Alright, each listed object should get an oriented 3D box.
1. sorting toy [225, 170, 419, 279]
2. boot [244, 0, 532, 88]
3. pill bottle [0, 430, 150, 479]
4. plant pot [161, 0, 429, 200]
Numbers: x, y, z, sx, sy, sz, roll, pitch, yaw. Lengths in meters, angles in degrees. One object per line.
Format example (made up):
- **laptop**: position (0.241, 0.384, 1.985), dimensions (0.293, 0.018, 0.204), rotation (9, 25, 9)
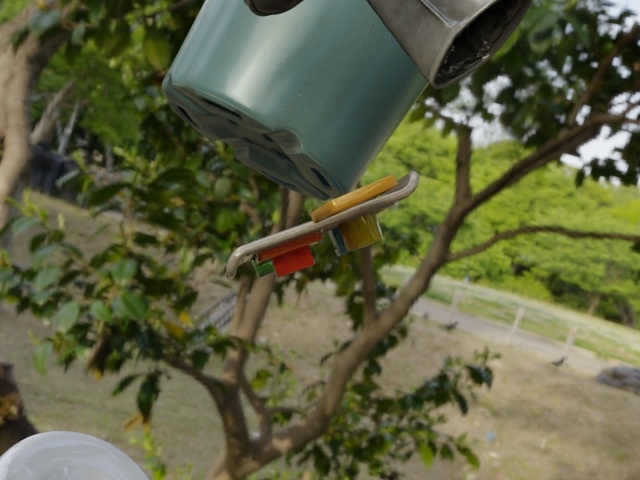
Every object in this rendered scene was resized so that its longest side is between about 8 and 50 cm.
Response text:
- **sorting toy**: position (0.000, 0.000, 0.925), dimensions (0.196, 0.047, 0.347), rotation (-24, -1, -7)
- **boot**: position (0.045, -0.197, 0.764), dimensions (0.076, 0.189, 0.208), rotation (-1, 51, -56)
- **pill bottle**: position (-0.267, 0.297, 0.796), dimensions (0.161, 0.283, 0.161), rotation (31, 34, -23)
- **plant pot**: position (0.002, -0.249, 1.129), dimensions (0.341, 0.334, 0.341), rotation (30, -8, 5)
